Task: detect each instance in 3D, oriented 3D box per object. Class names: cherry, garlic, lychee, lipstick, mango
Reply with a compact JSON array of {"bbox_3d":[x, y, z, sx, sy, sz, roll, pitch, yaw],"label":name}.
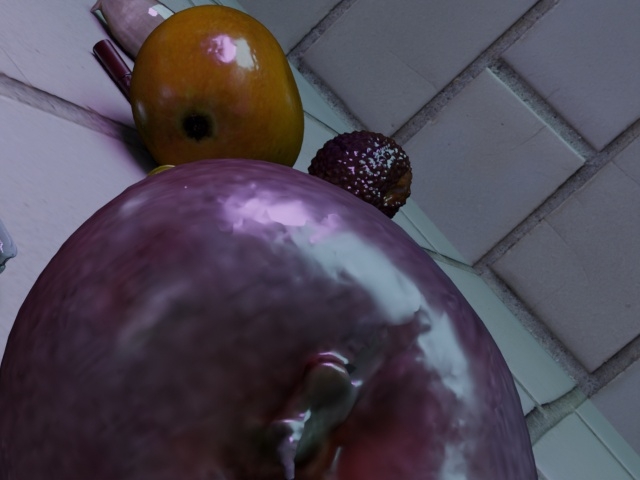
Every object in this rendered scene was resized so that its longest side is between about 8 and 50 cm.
[{"bbox_3d":[-0.023,0.094,0.448,0.261,0.221,0.307,57,-1,8],"label":"cherry"},{"bbox_3d":[-0.232,-0.292,1.393,0.198,0.090,0.128,31,6,-43],"label":"garlic"},{"bbox_3d":[0.062,-0.112,1.664,0.188,0.188,0.188,45,11,-11],"label":"lychee"},{"bbox_3d":[-0.226,-0.178,1.159,0.176,0.027,0.027,53,12,22],"label":"lipstick"},{"bbox_3d":[-0.105,-0.153,1.091,0.317,0.173,0.211,-15,92,-78],"label":"mango"}]

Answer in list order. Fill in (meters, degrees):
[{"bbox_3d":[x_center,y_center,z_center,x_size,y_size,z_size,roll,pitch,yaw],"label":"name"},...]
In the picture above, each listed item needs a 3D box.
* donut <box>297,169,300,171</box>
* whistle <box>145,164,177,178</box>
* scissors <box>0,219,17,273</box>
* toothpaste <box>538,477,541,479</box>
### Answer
[{"bbox_3d":[-0.001,0.001,1.257,0.190,0.075,0.174,50,9,-8],"label":"donut"},{"bbox_3d":[-0.138,-0.015,0.905,0.046,0.057,0.109,-6,47,-17],"label":"whistle"},{"bbox_3d":[-0.246,-0.053,0.605,0.204,0.027,0.101,50,14,26],"label":"scissors"},{"bbox_3d":[0.079,0.158,1.001,0.371,0.080,0.125,43,9,8],"label":"toothpaste"}]
